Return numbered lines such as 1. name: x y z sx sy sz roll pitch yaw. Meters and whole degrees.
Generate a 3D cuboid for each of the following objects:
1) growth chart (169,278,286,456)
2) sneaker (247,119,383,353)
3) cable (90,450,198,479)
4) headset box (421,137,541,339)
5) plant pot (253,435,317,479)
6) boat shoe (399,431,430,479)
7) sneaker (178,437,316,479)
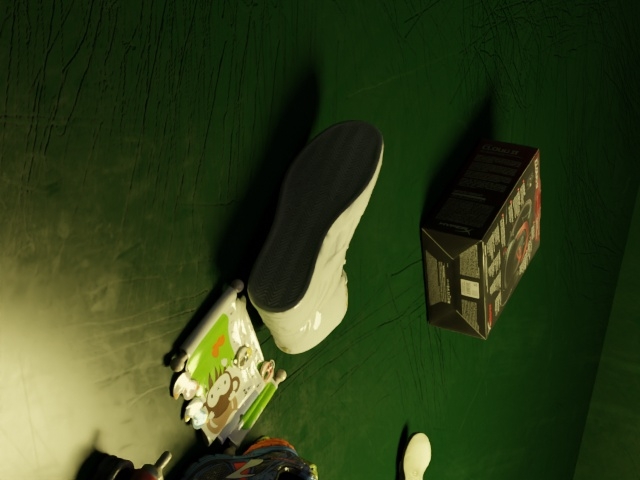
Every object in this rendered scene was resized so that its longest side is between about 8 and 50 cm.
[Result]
1. growth chart: -0.112 0.162 1.639 0.172 0.021 0.237 -60 150 -30
2. sneaker: 0.000 0.000 1.717 0.292 0.108 0.169 -62 159 -23
3. cable: -0.230 0.341 1.412 0.287 0.072 0.139 -56 137 -36
4. headset box: 0.281 -0.015 2.280 0.293 0.110 0.218 -53 147 -41
5. plant pot: -0.049 0.306 1.774 0.083 0.079 0.083 -39 135 -53
6. boat shoe: 0.156 0.385 2.300 0.043 0.049 0.137 -132 -138 -67
7. sneaker: -0.092 0.300 1.637 0.221 0.087 0.083 -18 121 -43
